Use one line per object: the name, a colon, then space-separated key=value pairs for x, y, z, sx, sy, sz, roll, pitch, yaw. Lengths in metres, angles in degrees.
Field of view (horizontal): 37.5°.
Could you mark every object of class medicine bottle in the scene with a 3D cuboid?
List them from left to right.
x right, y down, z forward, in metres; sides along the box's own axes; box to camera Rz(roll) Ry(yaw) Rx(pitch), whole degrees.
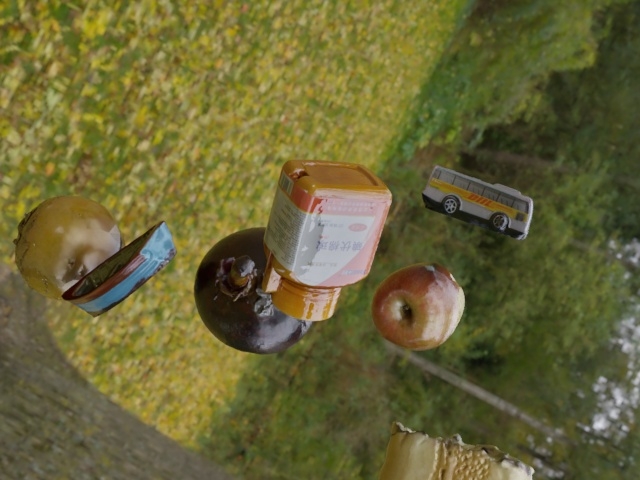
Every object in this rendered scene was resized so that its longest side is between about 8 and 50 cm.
medicine bottle: x=0.000 y=0.000 z=1.397 sx=0.112 sy=0.149 sz=0.222 roll=51 pitch=-48 yaw=51

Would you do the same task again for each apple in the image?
apple: x=0.197 y=0.129 z=1.858 sx=0.199 sy=0.199 sz=0.199 roll=-60 pitch=171 yaw=-16

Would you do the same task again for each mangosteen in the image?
mangosteen: x=-0.122 y=0.082 z=1.675 sx=0.236 sy=0.235 sz=0.261 roll=-62 pitch=160 yaw=-9

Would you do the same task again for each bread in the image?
bread: x=0.254 y=0.517 z=1.854 sx=0.211 sy=0.315 sz=0.270 roll=57 pitch=47 yaw=-74

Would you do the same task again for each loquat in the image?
loquat: x=-0.533 y=0.016 z=2.005 sx=0.235 sy=0.235 sz=0.235 roll=-60 pitch=171 yaw=-16

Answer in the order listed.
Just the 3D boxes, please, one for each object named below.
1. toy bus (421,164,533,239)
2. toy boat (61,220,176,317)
toy bus: x=0.243 y=-0.059 z=1.450 sx=0.057 sy=0.172 sz=0.072 roll=8 pitch=102 yaw=-77
toy boat: x=-0.384 y=0.068 z=1.771 sx=0.392 sy=0.079 sz=0.136 roll=-31 pitch=-158 yaw=49
